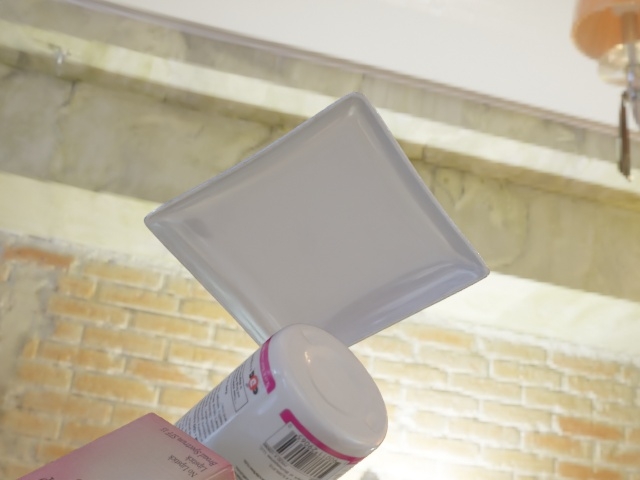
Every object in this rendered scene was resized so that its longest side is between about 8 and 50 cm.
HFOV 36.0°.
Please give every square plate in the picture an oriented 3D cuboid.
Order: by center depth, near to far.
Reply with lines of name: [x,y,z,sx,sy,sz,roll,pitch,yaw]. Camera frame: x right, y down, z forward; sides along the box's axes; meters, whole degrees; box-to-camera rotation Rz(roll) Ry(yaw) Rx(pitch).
square plate: [0.000,0.000,1.338,0.344,0.049,0.347,-28,-59,18]

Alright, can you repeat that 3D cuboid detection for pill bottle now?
pill bottle: [-0.077,0.232,1.069,0.160,0.160,0.283,29,-60,-37]

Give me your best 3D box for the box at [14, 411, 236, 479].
box: [-0.200,0.276,0.882,0.232,0.126,0.149,-24,27,-35]
